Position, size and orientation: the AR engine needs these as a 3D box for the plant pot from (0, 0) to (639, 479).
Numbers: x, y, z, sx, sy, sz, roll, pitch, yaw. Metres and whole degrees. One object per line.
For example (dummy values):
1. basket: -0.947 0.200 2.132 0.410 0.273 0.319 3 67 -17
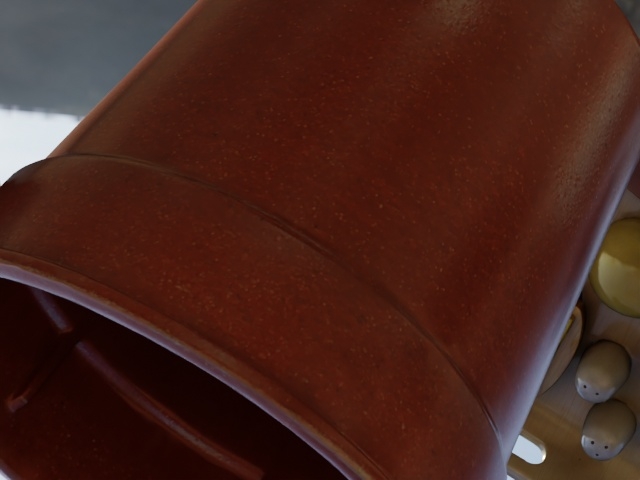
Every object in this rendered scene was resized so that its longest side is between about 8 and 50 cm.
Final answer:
1. plant pot: 0.000 0.000 0.755 0.272 0.272 0.265 17 -122 28

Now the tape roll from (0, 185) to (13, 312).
1. tape roll: -0.270 -0.030 0.820 0.286 0.286 0.100 22 -144 39

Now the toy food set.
1. toy food set: 0.179 0.038 1.203 0.220 0.306 0.092 31 -149 10
